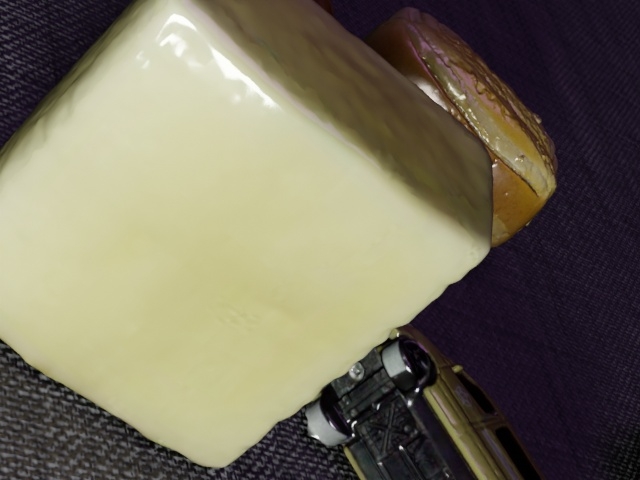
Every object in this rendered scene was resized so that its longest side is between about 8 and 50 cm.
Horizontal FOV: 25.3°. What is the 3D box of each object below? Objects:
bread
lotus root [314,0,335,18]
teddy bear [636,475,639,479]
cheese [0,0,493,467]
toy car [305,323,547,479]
[{"bbox_3d":[0.116,-0.097,1.316,0.236,0.140,0.106,43,28,-11],"label":"bread"},{"bbox_3d":[-0.050,-0.158,1.112,0.180,0.199,0.188,37,39,-11],"label":"lotus root"},{"bbox_3d":[0.371,0.199,1.343,0.251,0.182,0.129,15,8,-42],"label":"teddy bear"},{"bbox_3d":[-0.068,-0.015,0.867,0.242,0.265,0.124,35,34,-22],"label":"cheese"},{"bbox_3d":[0.100,0.177,1.029,0.124,0.101,0.257,-3,57,-59],"label":"toy car"}]
